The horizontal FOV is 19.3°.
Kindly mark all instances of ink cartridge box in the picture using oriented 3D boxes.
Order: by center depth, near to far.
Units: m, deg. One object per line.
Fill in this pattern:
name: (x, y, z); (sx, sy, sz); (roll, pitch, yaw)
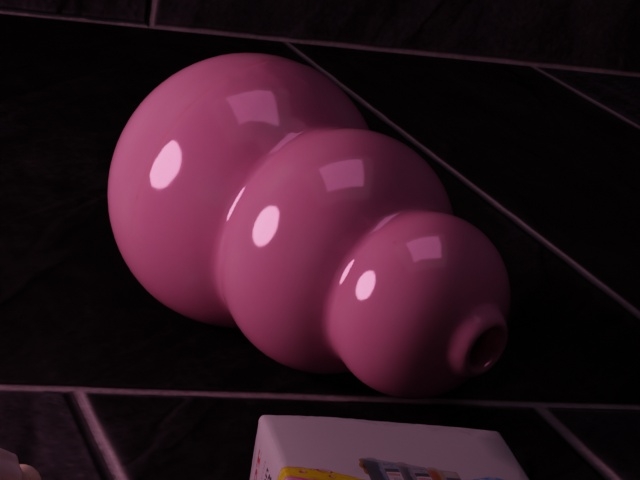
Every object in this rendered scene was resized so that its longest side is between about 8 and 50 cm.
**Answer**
ink cartridge box: (0.035, 0.172, 0.862); (0.127, 0.128, 0.176); (6, 15, -11)

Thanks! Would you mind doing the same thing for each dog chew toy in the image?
dog chew toy: (0.000, 0.000, 1.336); (0.206, 0.206, 0.332); (-7, 32, -45)

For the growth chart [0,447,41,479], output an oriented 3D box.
growth chart: (-0.094, 0.169, 0.657); (0.021, 0.237, 0.172); (-22, -24, 2)
